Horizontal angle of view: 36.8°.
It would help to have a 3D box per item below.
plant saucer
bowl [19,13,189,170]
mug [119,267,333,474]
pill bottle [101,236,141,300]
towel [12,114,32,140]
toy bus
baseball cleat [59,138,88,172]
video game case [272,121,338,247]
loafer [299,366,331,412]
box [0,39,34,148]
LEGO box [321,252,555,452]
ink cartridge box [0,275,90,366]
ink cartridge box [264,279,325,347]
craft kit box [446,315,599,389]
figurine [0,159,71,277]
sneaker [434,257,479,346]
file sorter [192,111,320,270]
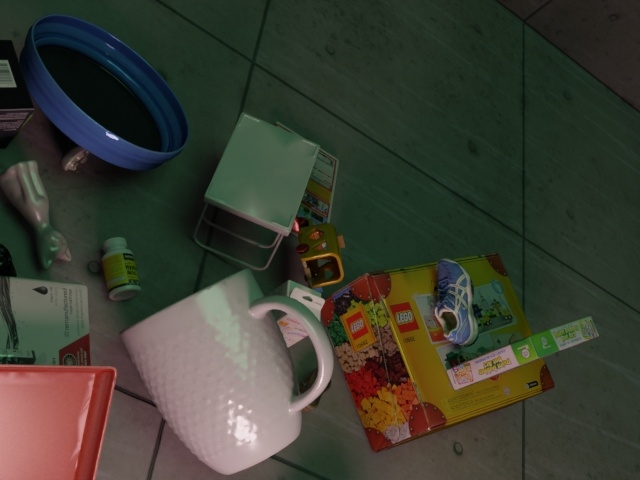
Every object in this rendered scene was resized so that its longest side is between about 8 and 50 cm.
[{"bbox_3d":[-0.486,0.322,1.595,0.259,0.047,0.259,7,99,-38],"label":"plant saucer"},{"bbox_3d":[-0.448,-0.304,1.997,0.391,0.077,0.391,38,25,-21],"label":"bowl"},{"bbox_3d":[-0.146,0.239,1.800,0.328,0.374,0.276,63,26,1],"label":"mug"},{"bbox_3d":[-0.399,0.055,1.909,0.065,0.065,0.116,0,65,-42],"label":"pill bottle"},{"bbox_3d":[-0.612,-0.287,1.896,0.023,0.113,0.152,-12,74,-41],"label":"towel"},{"bbox_3d":[0.002,0.012,2.178,0.191,0.104,0.202,43,35,-83],"label":"toy bus"},{"bbox_3d":[-0.505,-0.221,1.993,0.109,0.072,0.206,39,35,-8],"label":"baseball cleat"},{"bbox_3d":[-0.055,-0.138,2.365,0.204,0.025,0.285,30,48,-25],"label":"video game case"},{"bbox_3d":[-0.021,0.325,2.093,0.056,0.050,0.148,54,27,-6],"label":"loafer"},{"bbox_3d":[-0.636,-0.277,1.835,0.093,0.158,0.156,-9,72,-42],"label":"box"},{"bbox_3d":[0.287,0.253,2.303,0.500,0.193,0.373,-6,69,-43],"label":"LEGO box"},{"bbox_3d":[-0.547,0.169,1.660,0.272,0.114,0.197,9,64,-38],"label":"ink cartridge box"},{"bbox_3d":[-0.066,0.157,2.084,0.092,0.143,0.090,23,51,-29],"label":"ink cartridge box"},{"bbox_3d":[0.448,0.248,2.126,0.249,0.246,0.061,-10,71,-43],"label":"craft kit box"},{"bbox_3d":[-0.575,-0.030,1.788,0.214,0.092,0.210,-19,83,-52],"label":"figurine"},{"bbox_3d":[0.301,0.135,2.185,0.081,0.080,0.211,10,58,-41],"label":"sneaker"},{"bbox_3d":[-0.147,-0.105,2.133,0.192,0.173,0.278,23,49,-6],"label":"file sorter"}]
